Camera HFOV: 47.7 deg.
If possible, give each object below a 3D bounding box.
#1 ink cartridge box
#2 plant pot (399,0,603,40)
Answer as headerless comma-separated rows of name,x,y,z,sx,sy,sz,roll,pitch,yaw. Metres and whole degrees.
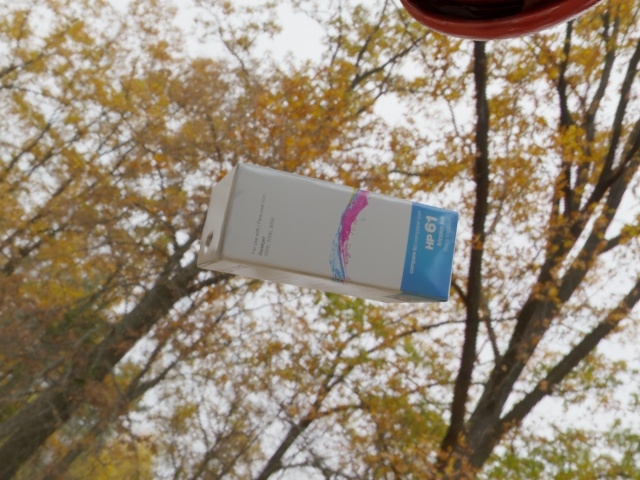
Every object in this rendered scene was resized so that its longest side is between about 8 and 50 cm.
ink cartridge box,0.000,0.000,0.398,0.122,0.052,0.088,11,-8,-16
plant pot,0.106,-0.227,0.425,0.191,0.191,0.174,15,-27,36
